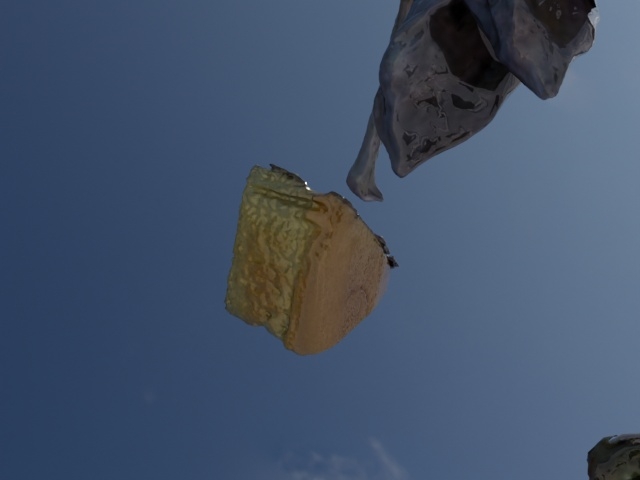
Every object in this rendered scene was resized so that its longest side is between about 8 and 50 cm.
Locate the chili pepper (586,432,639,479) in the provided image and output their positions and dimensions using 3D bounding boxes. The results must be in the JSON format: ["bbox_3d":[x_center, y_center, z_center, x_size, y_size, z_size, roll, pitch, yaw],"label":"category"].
[{"bbox_3d":[0.205,0.201,0.205,0.110,0.387,0.110,-24,-26,-12],"label":"chili pepper"}]

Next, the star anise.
[{"bbox_3d":[0.085,-0.112,0.386,0.081,0.262,0.230,39,-141,-19],"label":"star anise"}]

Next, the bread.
[{"bbox_3d":[0.000,0.000,0.882,0.160,0.140,0.169,-24,-48,-54],"label":"bread"}]
